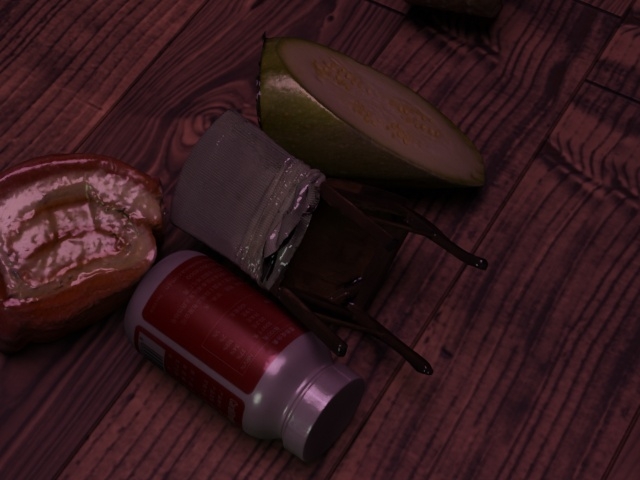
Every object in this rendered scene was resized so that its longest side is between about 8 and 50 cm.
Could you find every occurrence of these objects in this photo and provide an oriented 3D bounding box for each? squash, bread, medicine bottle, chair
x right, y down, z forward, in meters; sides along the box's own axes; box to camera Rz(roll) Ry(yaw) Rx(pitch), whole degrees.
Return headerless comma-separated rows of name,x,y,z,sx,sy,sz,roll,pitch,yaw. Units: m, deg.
squash,0.062,-0.155,1.515,0.260,0.189,0.189,0,56,7
bread,-0.278,-0.001,1.432,0.244,0.123,0.190,-24,89,-16
medicine bottle,-0.082,0.121,1.369,0.250,0.131,0.131,33,63,21
chair,0.000,0.000,1.398,0.319,0.186,0.160,37,106,44

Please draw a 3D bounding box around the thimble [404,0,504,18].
thimble,0.193,-0.398,1.670,0.148,0.196,0.229,16,29,9
